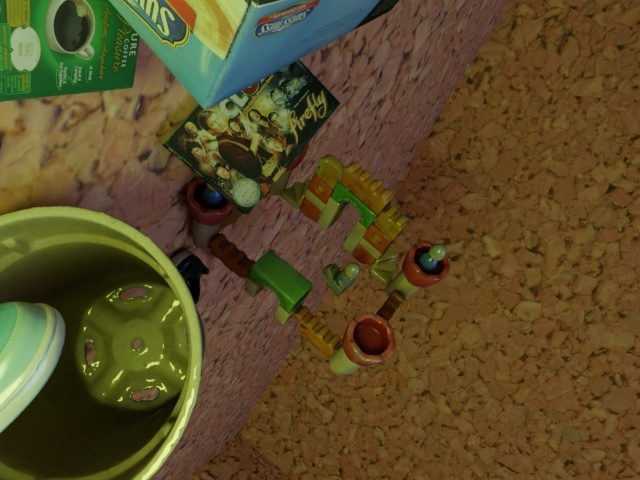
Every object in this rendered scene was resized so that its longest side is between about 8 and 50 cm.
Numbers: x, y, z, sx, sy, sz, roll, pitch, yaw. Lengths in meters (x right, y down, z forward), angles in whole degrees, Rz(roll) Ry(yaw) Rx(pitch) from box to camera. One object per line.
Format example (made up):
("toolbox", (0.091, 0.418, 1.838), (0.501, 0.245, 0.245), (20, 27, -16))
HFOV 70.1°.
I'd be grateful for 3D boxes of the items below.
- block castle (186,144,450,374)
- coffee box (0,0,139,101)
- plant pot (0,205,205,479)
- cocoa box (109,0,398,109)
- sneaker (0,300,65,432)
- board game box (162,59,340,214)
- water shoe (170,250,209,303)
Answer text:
("block castle", (0.000, 0.000, 0.874), (0.303, 0.453, 0.213), (-43, 169, -34))
("coffee box", (-0.260, -0.198, 0.439), (0.184, 0.040, 0.113), (-35, 156, -51))
("plant pot", (-0.299, 0.152, 0.623), (0.334, 0.334, 0.305), (-52, 176, -10))
("cocoa box", (-0.025, -0.326, 0.407), (0.347, 0.231, 0.228), (-44, -175, -36))
("sneaker", (-0.397, 0.116, 0.355), (0.319, 0.127, 0.208), (-31, 140, -8))
("board game box", (-0.103, -0.186, 0.724), (0.243, 0.165, 0.042), (-53, -159, -10))
("water shoe", (-0.295, 0.118, 0.931), (0.073, 0.080, 0.203), (-25, 147, -61))
